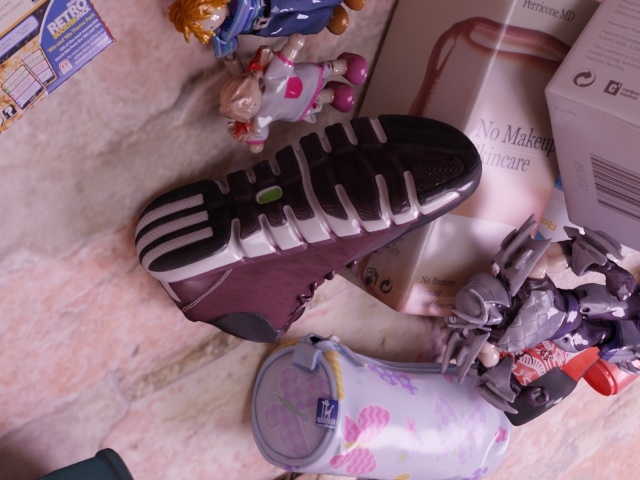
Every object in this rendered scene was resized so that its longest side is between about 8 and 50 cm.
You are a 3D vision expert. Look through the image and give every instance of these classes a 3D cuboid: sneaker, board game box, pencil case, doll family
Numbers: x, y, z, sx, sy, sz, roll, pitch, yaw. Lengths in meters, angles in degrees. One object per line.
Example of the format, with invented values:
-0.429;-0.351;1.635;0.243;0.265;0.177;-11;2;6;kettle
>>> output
0.000;0.000;1.216;0.281;0.106;0.162;-15;142;3;sneaker
0.298;-0.020;1.517;0.228;0.087;0.092;5;117;-35;sneaker
-0.242;-0.164;0.981;0.147;0.045;0.193;-42;134;-15;board game box
0.205;0.079;1.474;0.090;0.145;0.270;-34;177;22;sneaker
0.061;0.162;1.383;0.273;0.113;0.124;15;78;-44;pencil case
-0.029;-0.199;1.122;0.163;0.118;0.263;-12;139;-44;doll family

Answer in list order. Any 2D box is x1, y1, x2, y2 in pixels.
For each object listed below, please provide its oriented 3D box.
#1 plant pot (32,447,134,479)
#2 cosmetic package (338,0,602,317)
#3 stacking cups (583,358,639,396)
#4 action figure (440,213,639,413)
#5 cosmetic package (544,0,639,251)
-0.245;0.322;1.112;0.255;0.271;0.272;-15;123;-19;plant pot
0.124;-0.091;1.283;0.153;0.129;0.296;5;109;-43;cosmetic package
0.417;0.054;1.650;0.316;0.096;0.096;-36;132;-19;stacking cups
0.221;0.067;1.284;0.285;0.099;0.185;7;135;-38;action figure
0.357;-0.187;1.272;0.385;0.156;0.217;-55;151;-17;cosmetic package
